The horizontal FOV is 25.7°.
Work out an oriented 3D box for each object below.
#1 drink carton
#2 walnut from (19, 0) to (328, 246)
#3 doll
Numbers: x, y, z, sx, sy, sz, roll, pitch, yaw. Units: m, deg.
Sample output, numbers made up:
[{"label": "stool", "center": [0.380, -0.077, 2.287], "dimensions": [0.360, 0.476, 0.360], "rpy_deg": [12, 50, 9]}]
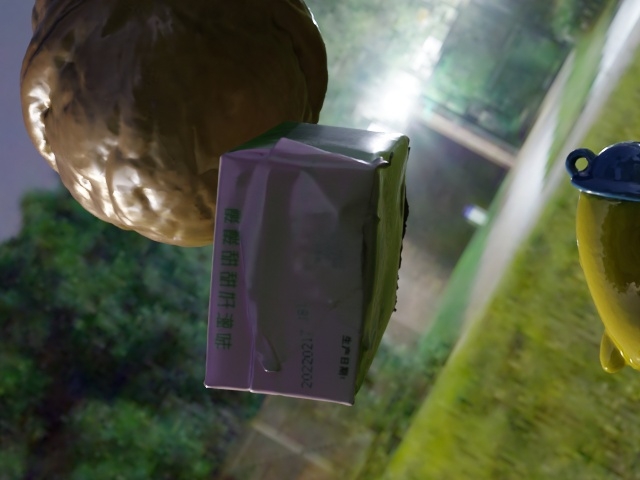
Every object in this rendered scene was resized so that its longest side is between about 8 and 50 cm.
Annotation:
[{"label": "drink carton", "center": [0.000, 0.000, 0.991], "dimensions": [0.271, 0.108, 0.161], "rpy_deg": [-54, -31, -78]}, {"label": "walnut", "center": [-0.131, -0.144, 1.233], "dimensions": [0.313, 0.252, 0.277], "rpy_deg": [79, -153, -62]}, {"label": "doll", "center": [0.365, 0.057, 1.497], "dimensions": [0.199, 0.363, 0.145], "rpy_deg": [-32, 4, 17]}]
